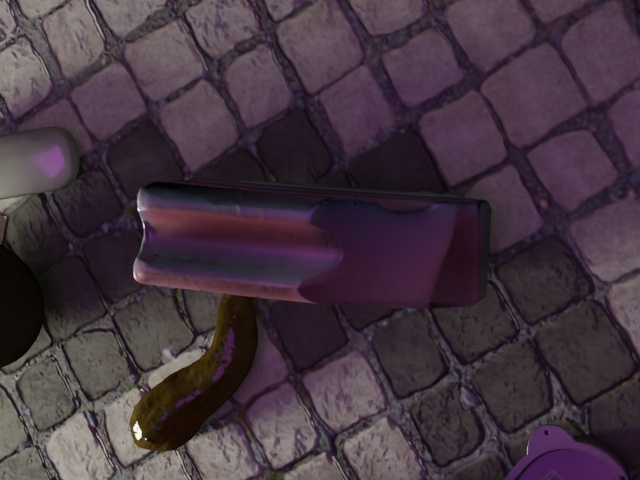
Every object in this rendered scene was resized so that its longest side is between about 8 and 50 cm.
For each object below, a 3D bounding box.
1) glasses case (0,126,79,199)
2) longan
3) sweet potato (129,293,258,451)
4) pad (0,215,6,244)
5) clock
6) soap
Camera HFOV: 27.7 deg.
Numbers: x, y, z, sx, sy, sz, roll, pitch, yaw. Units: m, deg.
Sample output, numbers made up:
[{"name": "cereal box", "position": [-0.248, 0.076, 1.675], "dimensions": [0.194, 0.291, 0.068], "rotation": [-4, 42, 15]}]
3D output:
[{"name": "glasses case", "position": [-0.367, -0.085, 1.500], "dimensions": [0.193, 0.049, 0.074], "rotation": [-8, 91, 21]}, {"name": "longan", "position": [-0.408, 0.076, 1.465], "dimensions": [0.189, 0.189, 0.189], "rotation": [2, 94, 20]}, {"name": "sweet potato", "position": [-0.129, 0.148, 1.426], "dimensions": [0.081, 0.062, 0.233], "rotation": [41, 103, 14]}, {"name": "pad", "position": [-0.441, 0.048, 1.561], "dimensions": [0.113, 0.006, 0.188], "rotation": [16, 99, 17]}, {"name": "clock", "position": [0.233, 0.255, 1.303], "dimensions": [0.110, 0.050, 0.153], "rotation": [41, 106, 13]}, {"name": "soap", "position": [0.000, 0.000, 1.296], "dimensions": [0.323, 0.193, 0.109], "rotation": [4, 97, 19]}]
